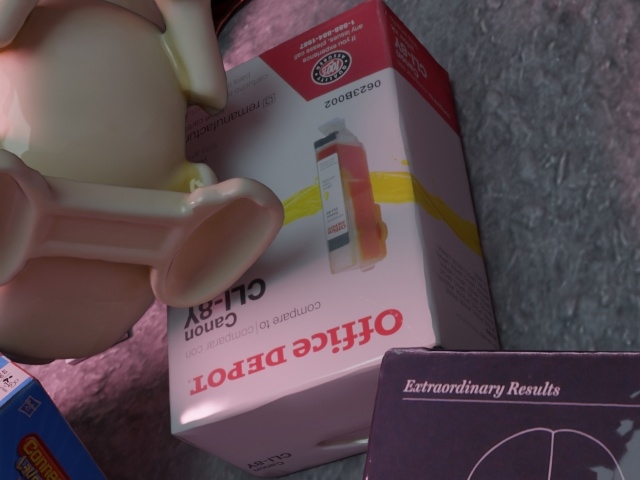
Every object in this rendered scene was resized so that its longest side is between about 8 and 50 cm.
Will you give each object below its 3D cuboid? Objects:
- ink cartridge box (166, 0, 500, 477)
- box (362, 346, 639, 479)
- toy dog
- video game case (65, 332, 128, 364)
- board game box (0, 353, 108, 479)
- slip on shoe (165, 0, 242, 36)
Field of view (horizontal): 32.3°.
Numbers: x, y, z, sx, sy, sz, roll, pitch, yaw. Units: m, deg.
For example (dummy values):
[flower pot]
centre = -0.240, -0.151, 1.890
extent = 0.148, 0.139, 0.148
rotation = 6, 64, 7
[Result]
[ink cartridge box]
centre = 0.000, 0.000, 1.079
extent = 0.279, 0.160, 0.385
rotation = -22, 56, 23
[box]
centre = 0.185, 0.291, 0.770
extent = 0.293, 0.212, 0.396
rotation = -3, 65, 33
[toy dog]
centre = -0.226, -0.117, 1.054
extent = 0.395, 0.284, 0.408
rotation = 115, 149, -51
[video game case]
centre = -0.270, 0.078, 1.312
extent = 0.087, 0.011, 0.122
rotation = -26, 54, 19
[board game box]
centre = -0.327, 0.200, 1.089
extent = 0.302, 0.308, 0.086
rotation = 24, 58, 39
[slip on shoe]
centre = -0.212, -0.235, 1.378
extent = 0.101, 0.123, 0.331
rotation = 35, 82, 36
